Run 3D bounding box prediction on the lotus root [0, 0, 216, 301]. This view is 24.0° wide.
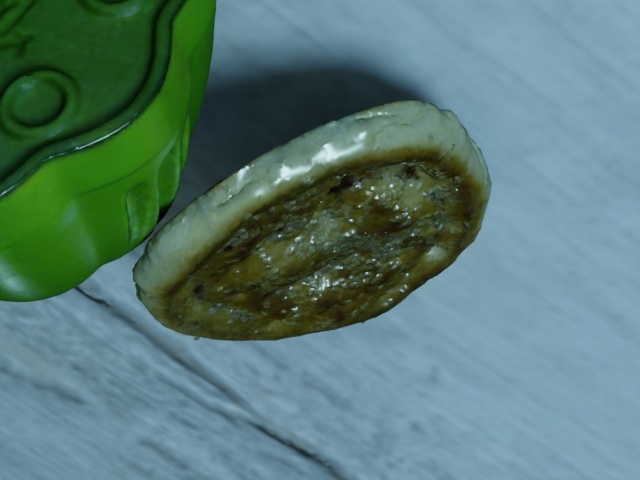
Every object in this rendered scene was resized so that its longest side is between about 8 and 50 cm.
[{"bbox_3d":[-0.118,-0.043,0.569,0.186,0.186,0.186,9,134,9],"label":"lotus root"}]

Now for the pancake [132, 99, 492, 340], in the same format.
[{"bbox_3d":[0.000,0.000,0.595,0.158,0.028,0.158,-19,154,-10],"label":"pancake"}]
